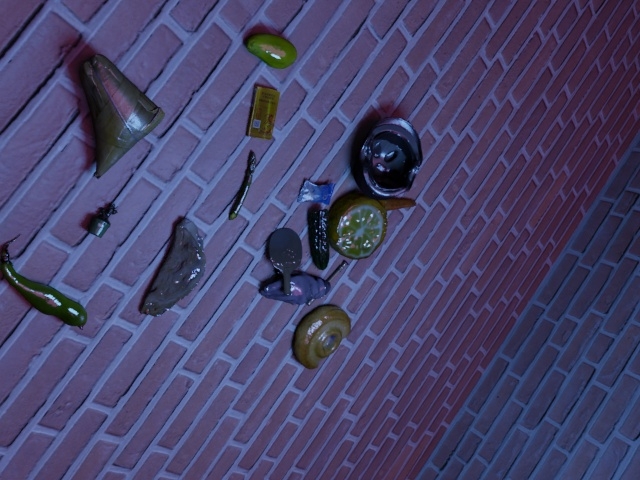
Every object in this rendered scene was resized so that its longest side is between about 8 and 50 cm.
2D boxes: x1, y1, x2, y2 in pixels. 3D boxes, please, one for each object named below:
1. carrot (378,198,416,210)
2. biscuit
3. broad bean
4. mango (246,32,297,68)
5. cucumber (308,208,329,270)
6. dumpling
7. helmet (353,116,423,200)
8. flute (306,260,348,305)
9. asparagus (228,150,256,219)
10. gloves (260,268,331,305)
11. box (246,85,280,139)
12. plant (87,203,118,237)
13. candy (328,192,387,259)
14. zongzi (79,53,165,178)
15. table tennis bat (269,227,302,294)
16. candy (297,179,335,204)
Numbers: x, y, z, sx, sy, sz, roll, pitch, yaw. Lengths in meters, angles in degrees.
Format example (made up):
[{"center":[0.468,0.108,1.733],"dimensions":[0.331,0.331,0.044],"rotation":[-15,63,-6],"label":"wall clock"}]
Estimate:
[{"center":[0.322,-0.151,2.079],"dimensions":[0.224,0.057,0.057],"rotation":[-6,113,-40],"label":"carrot"},{"center":[0.003,0.375,2.027],"dimensions":[0.274,0.091,0.213],"rotation":[-45,132,-11],"label":"biscuit"},{"center":[-0.738,0.137,1.365],"dimensions":[0.098,0.056,0.318],"rotation":[-38,126,-19],"label":"broad bean"},{"center":[-0.142,-0.564,1.516],"dimensions":[0.165,0.074,0.091],"rotation":[1,110,-38],"label":"mango"},{"center":[-0.001,0.000,1.871],"dimensions":[0.077,0.077,0.265],"rotation":[-19,118,-31],"label":"cucumber"},{"center":[-0.422,0.107,1.584],"dimensions":[0.166,0.086,0.332],"rotation":[20,100,-39],"label":"dumpling"},{"center":[0.234,-0.281,1.859],"dimensions":[0.225,0.177,0.305],"rotation":[25,72,-9],"label":"helmet"},{"center":[0.026,0.168,1.998],"dimensions":[0.233,0.027,0.027],"rotation":[-47,130,-13],"label":"flute"},{"center":[-0.244,-0.170,1.637],"dimensions":[0.034,0.027,0.236],"rotation":[17,98,-29],"label":"asparagus"},{"center":[-0.087,0.167,1.869],"dimensions":[0.286,0.119,0.142],"rotation":[-4,80,-34],"label":"gloves"},{"center":[-0.179,-0.397,1.594],"dimensions":[0.089,0.022,0.156],"rotation":[0,109,-37],"label":"box"},{"center":[-0.596,-0.060,1.397],"dimensions":[0.051,0.051,0.102],"rotation":[39,70,-41],"label":"plant"},{"center":[0.139,-0.054,1.931],"dimensions":[0.260,0.118,0.259],"rotation":[-14,115,-32],"label":"candy"},{"center":[-0.560,-0.311,1.287],"dimensions":[0.256,0.115,0.228],"rotation":[-45,127,-1],"label":"zongzi"},{"center":[-0.121,0.073,1.782],"dimensions":[0.131,0.022,0.234],"rotation":[3,80,-31],"label":"table tennis bat"},{"center":[-0.014,-0.171,1.815],"dimensions":[0.136,0.038,0.088],"rotation":[3,121,-31],"label":"candy"}]
